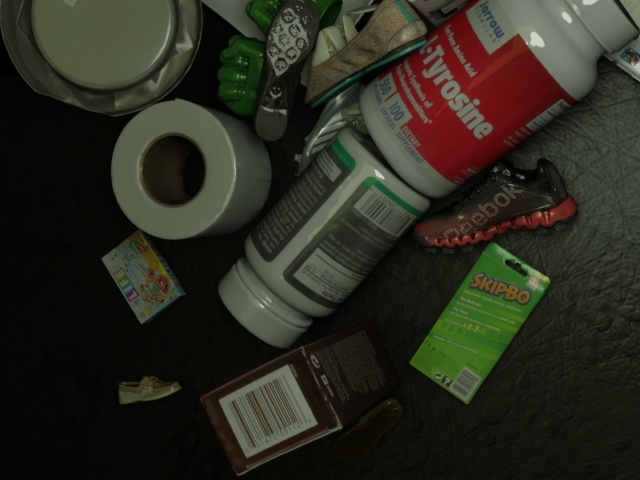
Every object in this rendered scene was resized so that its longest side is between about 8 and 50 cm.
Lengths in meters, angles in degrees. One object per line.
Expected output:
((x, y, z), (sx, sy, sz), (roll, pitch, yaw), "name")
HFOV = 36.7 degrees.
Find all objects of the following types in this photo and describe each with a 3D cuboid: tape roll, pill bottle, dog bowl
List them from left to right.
((-0.378, -0.390, 1.705), (0.349, 0.102, 0.348), (0, 94, -2), "dog bowl")
((-0.231, -0.123, 1.748), (0.246, 0.169, 0.246), (0, 90, 19), "tape roll")
((0.000, 0.000, 1.653), (0.204, 0.204, 0.361), (45, 103, 13), "pill bottle")
((0.279, -0.266, 1.519), (0.408, 0.229, 0.229), (-37, 80, 24), "pill bottle")

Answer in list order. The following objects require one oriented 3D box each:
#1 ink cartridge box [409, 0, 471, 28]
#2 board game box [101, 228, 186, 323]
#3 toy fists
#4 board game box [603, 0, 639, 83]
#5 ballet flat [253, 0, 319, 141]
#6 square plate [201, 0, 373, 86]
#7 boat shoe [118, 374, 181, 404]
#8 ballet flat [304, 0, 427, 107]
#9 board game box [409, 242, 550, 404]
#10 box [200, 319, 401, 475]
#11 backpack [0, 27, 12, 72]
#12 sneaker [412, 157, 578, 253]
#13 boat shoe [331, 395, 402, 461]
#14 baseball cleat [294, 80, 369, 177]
((0.232, -0.444, 1.530), (0.201, 0.278, 0.117), (-28, 81, 17), "ink cartridge box")
((-0.342, 0.069, 1.862), (0.103, 0.026, 0.154), (-37, 80, 16), "board game box")
((-0.087, -0.347, 1.686), (0.142, 0.096, 0.279), (34, 105, 14), "toy fists")
((0.573, -0.399, 1.535), (0.193, 0.053, 0.305), (42, 103, 14), "board game box")
((-0.062, -0.288, 1.624), (0.084, 0.058, 0.249), (12, 100, -8), "ballet flat")
((-0.036, -0.509, 1.740), (0.344, 0.049, 0.347), (41, 103, 13), "square plate")
((-0.332, 0.283, 1.850), (0.135, 0.050, 0.045), (-13, 92, 18), "boat shoe")
((0.055, -0.312, 1.562), (0.316, 0.108, 0.106), (-21, 100, 54), "ballet flat")
((0.274, 0.140, 1.653), (0.124, 0.039, 0.259), (35, 104, 14), "board game box")
((-0.018, 0.244, 1.571), (0.191, 0.381, 0.143), (-28, 84, 17), "box")
((-0.652, -0.471, 1.786), (0.290, 0.355, 0.273), (-1, 89, 19), "backpack")
((0.278, -0.063, 1.604), (0.276, 0.097, 0.135), (-15, 106, 16), "sneaker")
((0.084, 0.333, 1.713), (0.152, 0.049, 0.056), (-39, 98, 11), "boat shoe")
((0.033, -0.185, 1.710), (0.110, 0.072, 0.205), (25, 99, 17), "baseball cleat")
